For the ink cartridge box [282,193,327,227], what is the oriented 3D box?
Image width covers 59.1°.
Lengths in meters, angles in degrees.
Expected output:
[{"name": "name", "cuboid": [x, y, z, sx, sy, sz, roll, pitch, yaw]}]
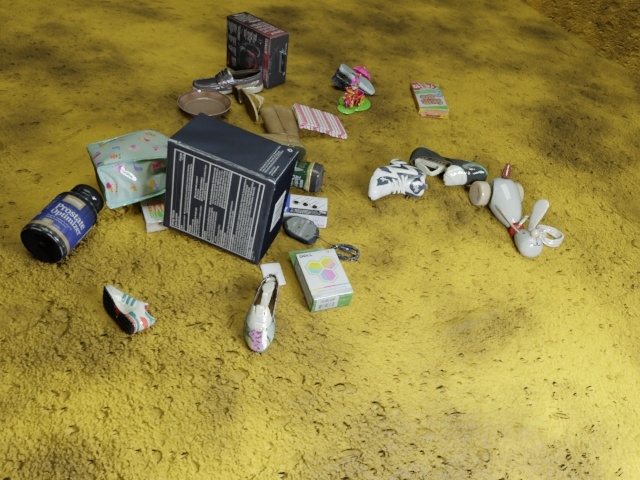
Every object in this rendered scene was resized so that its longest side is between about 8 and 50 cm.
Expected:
[{"name": "ink cartridge box", "cuboid": [-0.083, -0.094, 1.705, 0.207, 0.046, 0.097, 6, 40, -3]}]

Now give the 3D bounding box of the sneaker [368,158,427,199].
[{"name": "sneaker", "cuboid": [0.262, -0.183, 1.831, 0.153, 0.094, 0.235, 20, 31, 25]}]

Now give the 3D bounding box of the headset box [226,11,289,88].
[{"name": "headset box", "cuboid": [-0.252, -0.776, 2.316, 0.293, 0.218, 0.110, 35, 47, 28]}]

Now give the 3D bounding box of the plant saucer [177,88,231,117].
[{"name": "plant saucer", "cuboid": [-0.433, -0.504, 2.114, 0.199, 0.036, 0.198, 5, 42, -5]}]

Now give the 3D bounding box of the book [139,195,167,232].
[{"name": "book", "cuboid": [-0.467, -0.085, 1.640, 0.096, 0.035, 0.144, -9, 42, -22]}]

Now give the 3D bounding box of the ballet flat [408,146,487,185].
[{"name": "ballet flat", "cuboid": [0.425, -0.238, 1.937, 0.280, 0.095, 0.096, 25, 52, 32]}]

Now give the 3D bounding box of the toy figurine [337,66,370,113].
[{"name": "toy figurine", "cuboid": [0.137, -0.608, 2.241, 0.130, 0.159, 0.173, 27, 45, 20]}]

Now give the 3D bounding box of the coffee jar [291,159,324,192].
[{"name": "coffee jar", "cuboid": [-0.082, -0.214, 1.803, 0.184, 0.096, 0.079, 12, 44, 4]}]

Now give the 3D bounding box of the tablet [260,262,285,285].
[{"name": "tablet", "cuboid": [-0.128, 0.091, 1.517, 0.054, 0.006, 0.083, -5, 44, -16]}]

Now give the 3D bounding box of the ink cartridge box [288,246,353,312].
[{"name": "ink cartridge box", "cuboid": [-0.003, 0.082, 1.491, 0.109, 0.062, 0.209, -9, 50, -18]}]

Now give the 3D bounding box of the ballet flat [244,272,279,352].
[{"name": "ballet flat", "cuboid": [-0.140, 0.165, 1.376, 0.077, 0.079, 0.221, 9, 41, -1]}]

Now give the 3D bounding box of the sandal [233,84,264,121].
[{"name": "sandal", "cuboid": [-0.254, -0.533, 2.140, 0.079, 0.088, 0.240, -19, 43, -20]}]

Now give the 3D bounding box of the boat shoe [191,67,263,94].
[{"name": "boat shoe", "cuboid": [-0.365, -0.634, 2.229, 0.285, 0.092, 0.103, -6, 43, -17]}]

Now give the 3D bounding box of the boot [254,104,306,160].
[{"name": "boot", "cuboid": [-0.179, -0.386, 1.989, 0.236, 0.089, 0.269, 8, 40, -25]}]

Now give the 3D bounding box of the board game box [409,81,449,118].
[{"name": "board game box", "cuboid": [0.458, -0.593, 2.381, 0.124, 0.039, 0.259, 3, 44, -6]}]

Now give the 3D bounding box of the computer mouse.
[{"name": "computer mouse", "cuboid": [0.000, 0.000, 1.626, 0.242, 0.041, 0.071, 27, 61, 10]}]

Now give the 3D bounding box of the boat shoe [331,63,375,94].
[{"name": "boat shoe", "cuboid": [0.138, -0.658, 2.377, 0.183, 0.083, 0.065, 34, 41, -12]}]

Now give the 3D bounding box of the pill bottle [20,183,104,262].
[{"name": "pill bottle", "cuboid": [-0.672, -0.052, 1.493, 0.123, 0.122, 0.219, 14, 42, 6]}]

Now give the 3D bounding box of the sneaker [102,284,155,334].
[{"name": "sneaker", "cuboid": [-0.459, 0.161, 1.352, 0.075, 0.057, 0.161, -12, 42, -46]}]

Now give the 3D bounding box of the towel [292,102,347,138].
[{"name": "towel", "cuboid": [-0.004, -0.442, 2.099, 0.197, 0.029, 0.144, 11, 39, -27]}]

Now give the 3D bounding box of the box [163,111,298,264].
[{"name": "box", "cuboid": [-0.245, -0.139, 1.516, 0.294, 0.296, 0.182, 22, 41, 5]}]

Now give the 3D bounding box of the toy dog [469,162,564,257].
[{"name": "toy dog", "cuboid": [0.613, -0.114, 1.767, 0.220, 0.161, 0.333, -19, 48, -28]}]

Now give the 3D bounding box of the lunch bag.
[{"name": "lunch bag", "cuboid": [-0.525, -0.220, 1.659, 0.262, 0.160, 0.223, -19, 35, -22]}]
